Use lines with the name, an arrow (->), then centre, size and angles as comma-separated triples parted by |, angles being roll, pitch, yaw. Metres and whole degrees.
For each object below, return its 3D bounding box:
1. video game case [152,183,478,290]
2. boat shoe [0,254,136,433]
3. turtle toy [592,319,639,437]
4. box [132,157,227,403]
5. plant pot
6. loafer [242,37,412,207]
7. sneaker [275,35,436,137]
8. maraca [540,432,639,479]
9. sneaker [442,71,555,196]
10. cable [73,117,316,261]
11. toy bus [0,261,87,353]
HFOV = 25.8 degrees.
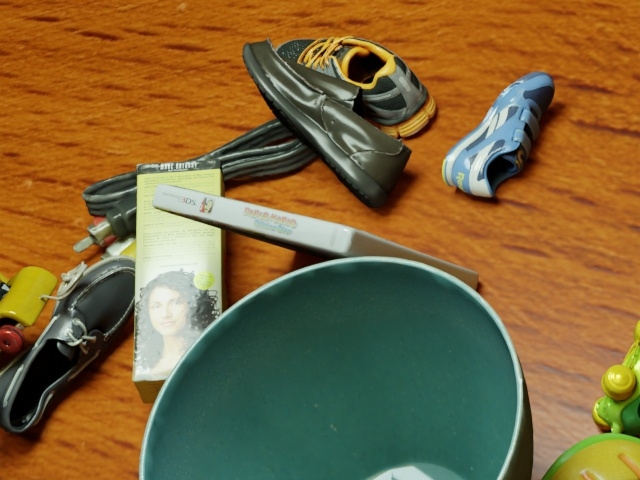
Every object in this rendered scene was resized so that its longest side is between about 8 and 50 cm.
video game case -> 0.000, 0.000, 1.226 | 0.206, 0.227, 0.026 | 14, 88, 34
boat shoe -> -0.237, 0.103, 1.343 | 0.206, 0.075, 0.065 | -47, 28, -5
turtle toy -> 0.267, 0.104, 1.098 | 0.066, 0.095, 0.130 | 32, 70, 18
box -> -0.130, 0.035, 1.324 | 0.087, 0.058, 0.232 | -5, 60, 1
plant pot -> 0.036, 0.186, 1.060 | 0.290, 0.195, 0.290 | -14, 48, 16
loafer -> 0.009, -0.128, 1.389 | 0.078, 0.080, 0.220 | -42, 73, -3
sneaker -> 0.026, -0.178, 1.452 | 0.215, 0.083, 0.084 | 22, 66, 39
maraca -> 0.202, 0.230, 1.009 | 0.127, 0.099, 0.186 | 25, 77, 0
sneaker -> 0.181, -0.097, 1.329 | 0.144, 0.053, 0.059 | -50, 48, -7
cable -> -0.131, -0.052, 1.459 | 0.287, 0.072, 0.139 | -28, 37, -15
toy bus -> -0.340, 0.069, 1.357 | 0.202, 0.104, 0.191 | -54, 17, -10
